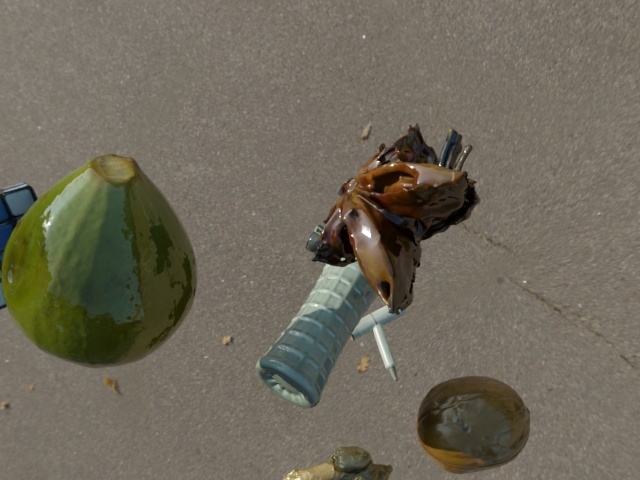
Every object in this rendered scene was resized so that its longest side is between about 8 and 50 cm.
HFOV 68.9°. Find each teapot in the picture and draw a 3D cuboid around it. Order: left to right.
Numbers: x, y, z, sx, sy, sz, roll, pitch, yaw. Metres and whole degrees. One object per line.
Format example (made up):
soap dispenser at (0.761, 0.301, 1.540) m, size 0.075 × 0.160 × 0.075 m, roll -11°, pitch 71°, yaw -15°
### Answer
teapot at (0.000, 0.000, 1.281) m, size 0.057 × 0.066 × 0.088 m, roll 30°, pitch 128°, yaw 18°

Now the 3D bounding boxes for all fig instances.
fig at (-0.255, 0.024, 0.540) m, size 0.207 × 0.207 × 0.230 m, roll -4°, pitch 120°, yaw 20°

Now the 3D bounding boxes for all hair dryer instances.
hair dryer at (0.171, 0.253, 1.139) m, size 0.154 × 0.044 × 0.183 m, roll -27°, pitch 61°, yaw -8°

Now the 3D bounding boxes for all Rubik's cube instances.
Rubik's cube at (-0.492, 0.008, 0.707) m, size 0.151 × 0.155 × 0.154 m, roll 15°, pitch 124°, yaw 55°

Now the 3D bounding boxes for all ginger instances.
ginger at (0.025, 0.453, 0.872) m, size 0.214 × 0.133 × 0.059 m, roll -27°, pitch 33°, yaw 3°

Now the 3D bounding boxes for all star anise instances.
star anise at (0.116, -0.057, 0.595) m, size 0.237 × 0.346 × 0.148 m, roll -26°, pitch 107°, yaw 44°

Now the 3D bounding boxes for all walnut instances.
walnut at (0.276, 0.331, 0.846) m, size 0.207 × 0.167 × 0.168 m, roll -12°, pitch 81°, yaw 1°

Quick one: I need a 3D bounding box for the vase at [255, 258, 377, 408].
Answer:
vase at (0.016, 0.120, 0.778) m, size 0.143 × 0.143 × 0.299 m, roll 21°, pitch 52°, yaw 21°
